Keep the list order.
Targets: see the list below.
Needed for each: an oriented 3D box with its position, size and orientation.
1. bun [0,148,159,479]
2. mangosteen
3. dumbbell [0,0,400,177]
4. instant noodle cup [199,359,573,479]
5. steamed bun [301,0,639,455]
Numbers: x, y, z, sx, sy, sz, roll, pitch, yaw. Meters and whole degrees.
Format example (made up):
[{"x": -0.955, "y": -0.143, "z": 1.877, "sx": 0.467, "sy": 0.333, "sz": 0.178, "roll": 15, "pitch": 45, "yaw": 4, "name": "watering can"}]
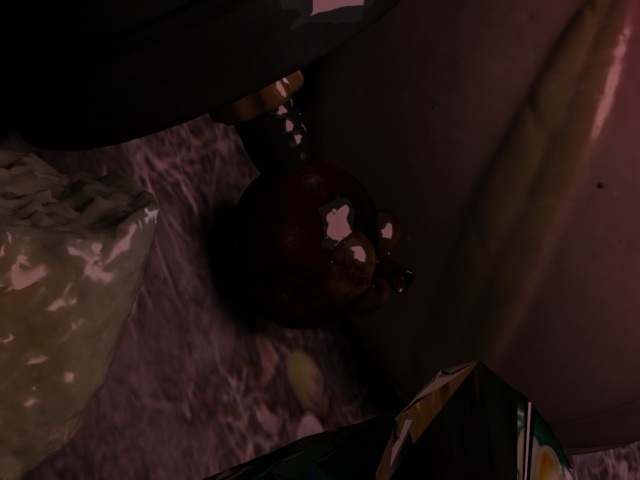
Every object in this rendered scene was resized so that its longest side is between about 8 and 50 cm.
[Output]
[{"x": -0.151, "y": -0.016, "z": 0.497, "sx": 0.204, "sy": 0.126, "sz": 0.212, "roll": -8, "pitch": 103, "yaw": -32, "name": "bun"}, {"x": -0.003, "y": 0.000, "z": 0.858, "sx": 0.081, "sy": 0.081, "sz": 0.081, "roll": 41, "pitch": 40, "yaw": -47, "name": "mangosteen"}, {"x": -0.094, "y": -0.194, "z": 0.682, "sx": 0.388, "sy": 0.185, "sz": 0.185, "roll": 64, "pitch": 27, "yaw": -18, "name": "dumbbell"}, {"x": -0.004, "y": 0.173, "z": 0.638, "sx": 0.240, "sy": 0.178, "sz": 0.240, "roll": 41, "pitch": 41, "yaw": -48, "name": "instant noodle cup"}, {"x": 0.165, "y": -0.043, "z": 0.980, "sx": 0.309, "sy": 0.309, "sz": 0.309, "roll": 41, "pitch": 40, "yaw": -47, "name": "steamed bun"}]
